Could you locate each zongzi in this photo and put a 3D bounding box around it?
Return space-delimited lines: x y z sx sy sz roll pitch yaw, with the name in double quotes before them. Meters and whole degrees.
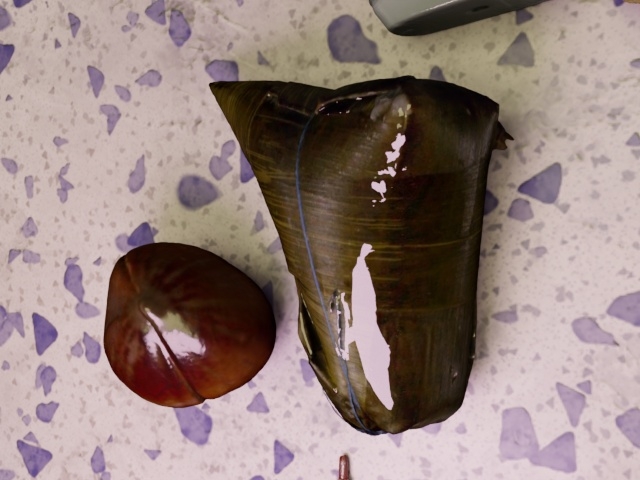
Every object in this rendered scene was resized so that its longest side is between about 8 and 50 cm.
"zongzi" 0.000 0.000 0.997 0.432 0.207 0.404 14 108 43

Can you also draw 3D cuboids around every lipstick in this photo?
"lipstick" 0.030 0.330 1.057 0.025 0.025 0.107 -2 85 26

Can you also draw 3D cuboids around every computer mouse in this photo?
"computer mouse" 0.164 -0.287 0.920 0.230 0.128 0.079 -6 95 25

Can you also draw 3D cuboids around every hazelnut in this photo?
"hazelnut" -0.170 0.106 1.048 0.229 0.229 0.230 1 92 26

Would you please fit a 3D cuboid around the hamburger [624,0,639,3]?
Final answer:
"hamburger" 0.367 -0.345 0.759 0.288 0.192 0.168 -28 109 23
